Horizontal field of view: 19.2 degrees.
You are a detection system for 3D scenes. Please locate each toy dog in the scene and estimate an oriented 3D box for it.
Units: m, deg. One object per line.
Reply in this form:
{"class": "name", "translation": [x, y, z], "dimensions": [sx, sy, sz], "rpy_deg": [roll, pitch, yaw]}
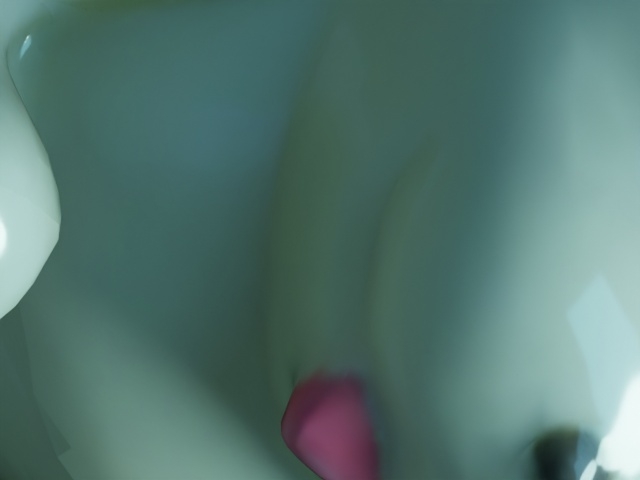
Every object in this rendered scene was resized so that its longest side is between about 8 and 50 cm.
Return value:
{"class": "toy dog", "translation": [0.000, 0.000, 0.574], "dimensions": [0.395, 0.408, 0.285], "rpy_deg": [-15, 109, -44]}
